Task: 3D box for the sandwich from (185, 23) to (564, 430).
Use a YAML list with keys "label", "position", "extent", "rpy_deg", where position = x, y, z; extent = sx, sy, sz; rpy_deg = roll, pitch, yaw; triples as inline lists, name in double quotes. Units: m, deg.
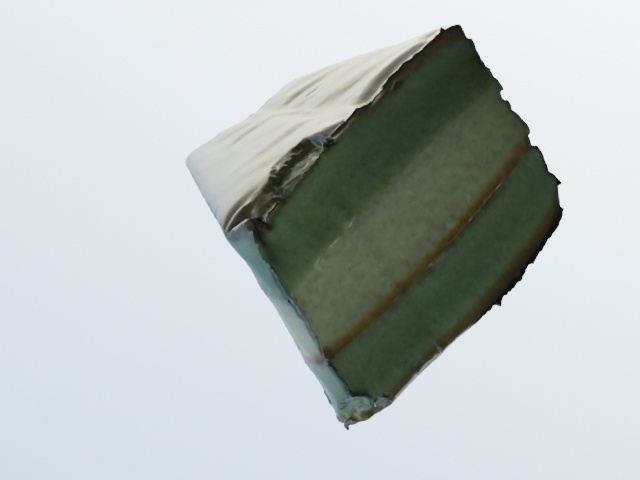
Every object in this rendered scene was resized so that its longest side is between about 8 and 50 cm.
- label: "sandwich"
  position: [0.000, 0.000, 1.109]
  extent: [0.227, 0.198, 0.155]
  rpy_deg: [-44, -71, -35]
